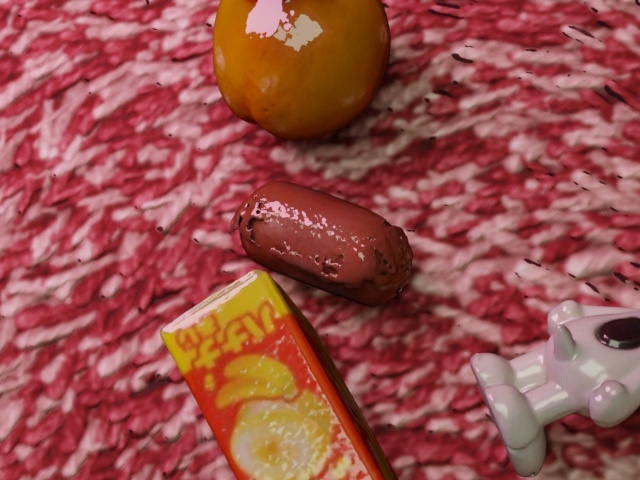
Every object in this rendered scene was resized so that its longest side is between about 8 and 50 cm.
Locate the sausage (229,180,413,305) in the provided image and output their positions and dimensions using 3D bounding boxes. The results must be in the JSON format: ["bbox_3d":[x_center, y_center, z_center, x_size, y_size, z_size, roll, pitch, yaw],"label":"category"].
[{"bbox_3d":[0.000,0.000,1.029,0.141,0.076,0.076,20,75,20],"label":"sausage"}]

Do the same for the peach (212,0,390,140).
[{"bbox_3d":[-0.019,-0.143,1.057,0.138,0.138,0.138,-3,70,10],"label":"peach"}]

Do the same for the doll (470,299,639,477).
[{"bbox_3d":[0.252,0.086,0.929,0.271,0.144,0.208,-37,47,-7],"label":"doll"}]

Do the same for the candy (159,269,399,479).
[{"bbox_3d":[0.004,0.167,0.931,0.088,0.146,0.276,-31,69,0],"label":"candy"}]
